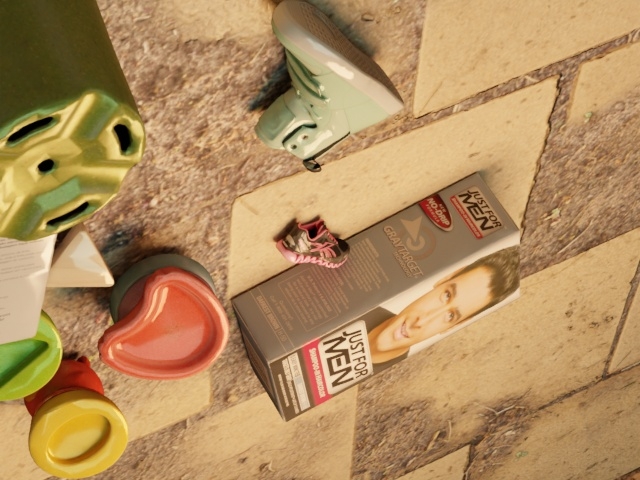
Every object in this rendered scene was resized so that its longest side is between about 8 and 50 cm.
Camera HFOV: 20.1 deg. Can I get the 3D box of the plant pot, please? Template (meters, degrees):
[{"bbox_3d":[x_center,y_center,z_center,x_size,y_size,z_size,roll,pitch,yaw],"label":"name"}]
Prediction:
[{"bbox_3d":[-0.283,-0.147,1.566,0.276,0.254,0.276,-24,149,-15],"label":"plant pot"}]

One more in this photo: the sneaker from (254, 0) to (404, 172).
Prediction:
[{"bbox_3d":[-0.020,-0.160,1.968,0.151,0.094,0.256,-35,150,12],"label":"sneaker"}]

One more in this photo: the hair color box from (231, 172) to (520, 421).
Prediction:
[{"bbox_3d":[0.081,0.078,2.407,0.374,0.113,0.185,-28,151,-10],"label":"hair color box"}]

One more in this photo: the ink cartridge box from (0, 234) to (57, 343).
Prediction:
[{"bbox_3d":[-0.422,-0.004,1.830,0.324,0.071,0.330,-11,135,-33],"label":"ink cartridge box"}]

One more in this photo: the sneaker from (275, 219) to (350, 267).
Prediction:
[{"bbox_3d":[0.000,0.000,2.288,0.119,0.047,0.057,3,124,-48],"label":"sneaker"}]

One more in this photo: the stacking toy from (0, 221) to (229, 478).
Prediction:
[{"bbox_3d":[-0.286,0.102,2.148,0.309,0.130,0.279,-42,124,11],"label":"stacking toy"}]
